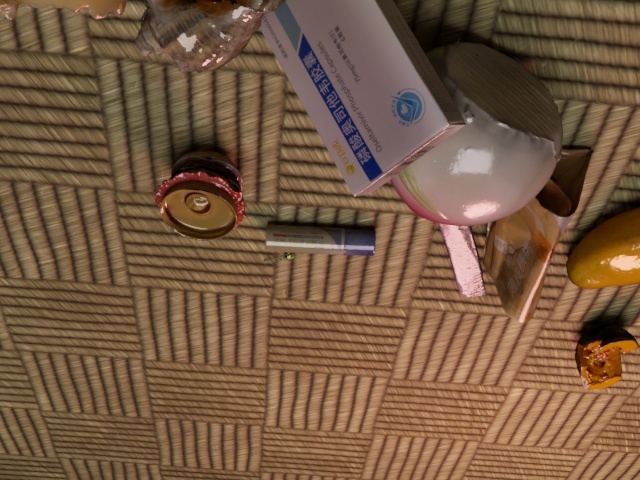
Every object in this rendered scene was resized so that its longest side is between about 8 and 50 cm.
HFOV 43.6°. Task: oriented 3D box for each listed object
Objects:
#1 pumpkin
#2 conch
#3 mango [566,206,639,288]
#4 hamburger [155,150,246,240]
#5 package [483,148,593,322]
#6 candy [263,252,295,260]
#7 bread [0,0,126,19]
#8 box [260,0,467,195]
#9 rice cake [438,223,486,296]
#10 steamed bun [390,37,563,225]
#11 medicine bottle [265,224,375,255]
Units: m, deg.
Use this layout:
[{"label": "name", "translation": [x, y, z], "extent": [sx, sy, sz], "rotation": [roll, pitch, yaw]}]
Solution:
[{"label": "pumpkin", "translation": [0.681, 0.265, 1.934], "extent": [0.119, 0.107, 0.183], "rotation": [3, 133, -11]}, {"label": "conch", "translation": [-0.159, -0.377, 1.189], "extent": [0.291, 0.159, 0.210], "rotation": [-31, 114, 4]}, {"label": "mango", "translation": [0.634, 0.021, 1.648], "extent": [0.177, 0.119, 0.317], "rotation": [24, 144, -27]}, {"label": "hamburger", "translation": [-0.220, -0.094, 1.534], "extent": [0.175, 0.136, 0.175], "rotation": [5, 138, 5]}, {"label": "package", "translation": [0.392, -0.027, 1.562], "extent": [0.165, 0.221, 0.311], "rotation": [18, 141, 14]}, {"label": "candy", "translation": [-0.093, 0.038, 1.775], "extent": [0.083, 0.025, 0.023], "rotation": [-14, 155, 29]}, {"label": "bread", "translation": [-0.373, -0.500, 0.957], "extent": [0.361, 0.250, 0.394], "rotation": [25, 137, 12]}, {"label": "box", "translation": [0.049, -0.262, 1.195], "extent": [0.200, 0.343, 0.065], "rotation": [-36, 168, 37]}, {"label": "rice cake", "translation": [0.290, -0.004, 1.674], "extent": [0.073, 0.056, 0.365], "rotation": [-15, 137, 12]}, {"label": "steamed bun", "translation": [0.224, -0.148, 1.321], "extent": [0.310, 0.309, 0.309], "rotation": [2, 140, 1]}, {"label": "medicine bottle", "translation": [0.000, 0.000, 1.694], "extent": [0.231, 0.059, 0.059], "rotation": [2, 140, 0]}]
